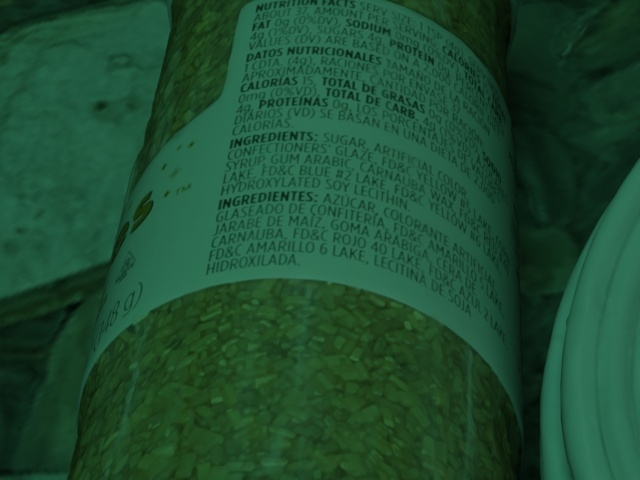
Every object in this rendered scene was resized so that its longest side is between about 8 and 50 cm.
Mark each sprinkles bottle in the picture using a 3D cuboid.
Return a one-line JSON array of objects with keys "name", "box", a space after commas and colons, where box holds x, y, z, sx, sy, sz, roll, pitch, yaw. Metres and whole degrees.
[{"name": "sprinkles bottle", "box": [0.000, 0.000, 0.564, 0.121, 0.121, 0.355, -7, 36, 9]}]

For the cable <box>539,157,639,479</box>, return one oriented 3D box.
[{"name": "cable", "box": [0.180, 0.047, 0.453, 0.257, 0.089, 0.257, 7, 50, 23]}]
